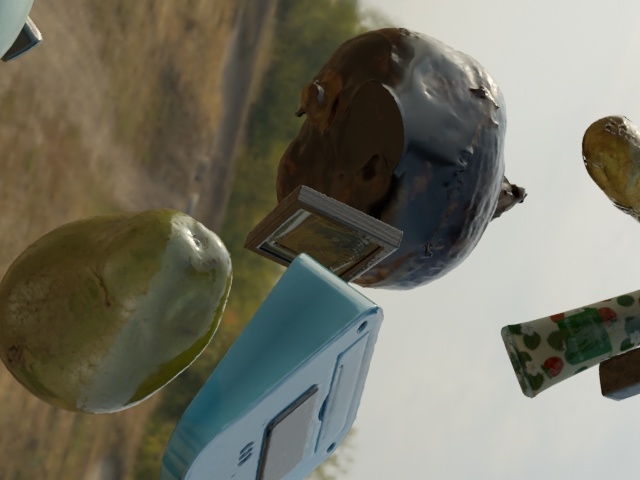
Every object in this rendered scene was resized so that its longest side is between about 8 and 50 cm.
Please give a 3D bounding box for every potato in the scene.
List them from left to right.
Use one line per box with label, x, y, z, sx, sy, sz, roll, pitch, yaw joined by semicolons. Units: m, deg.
potato;-0.158;0.044;1.091;0.194;0.157;0.157;-36;-155;32
potato;0.337;-0.065;1.451;0.080;0.170;0.107;-43;-151;29

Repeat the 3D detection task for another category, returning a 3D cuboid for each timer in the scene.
timer;-0.064;0.159;1.219;0.250;0.091;0.232;-41;157;-36

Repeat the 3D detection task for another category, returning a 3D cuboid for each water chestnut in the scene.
water chestnut;0.121;-0.093;1.805;0.335;0.347;0.335;-20;-116;48

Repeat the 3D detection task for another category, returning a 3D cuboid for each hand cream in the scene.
hand cream;0.361;0.107;1.717;0.059;0.276;0.095;119;-49;-79

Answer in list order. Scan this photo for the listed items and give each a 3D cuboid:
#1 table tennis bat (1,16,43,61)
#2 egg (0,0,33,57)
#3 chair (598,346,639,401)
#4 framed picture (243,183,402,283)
table tennis bat;-0.305;-0.279;1.081;0.301;0.173;0.022;60;8;-9
egg;-0.255;-0.174;0.677;0.183;0.264;0.183;-49;170;-11
chair;0.414;0.114;0.847;0.416;0.240;0.203;-32;-131;43
framed picture;0.000;0.000;1.564;0.168;0.128;0.023;-39;-150;60
